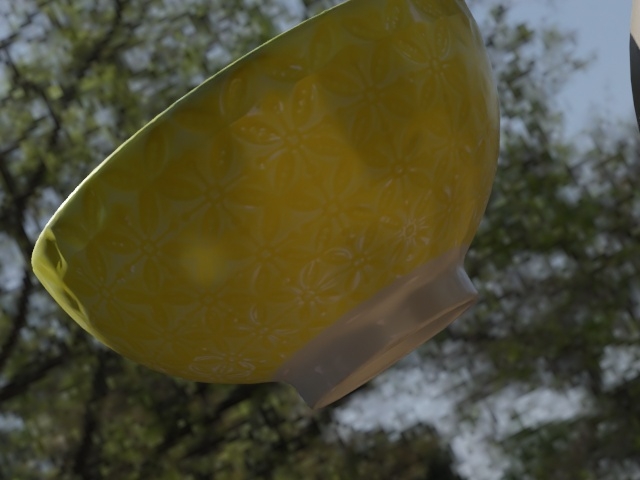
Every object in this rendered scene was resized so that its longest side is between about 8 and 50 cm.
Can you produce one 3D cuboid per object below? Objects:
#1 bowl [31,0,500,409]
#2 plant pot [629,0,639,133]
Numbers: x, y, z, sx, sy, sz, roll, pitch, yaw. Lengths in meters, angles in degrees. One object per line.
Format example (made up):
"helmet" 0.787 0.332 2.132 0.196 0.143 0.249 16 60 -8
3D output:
"bowl" 0.000 0.000 0.969 0.289 0.156 0.289 -33 -9 -6
"plant pot" 0.302 -0.107 0.668 0.323 0.323 0.280 -26 -8 -2
